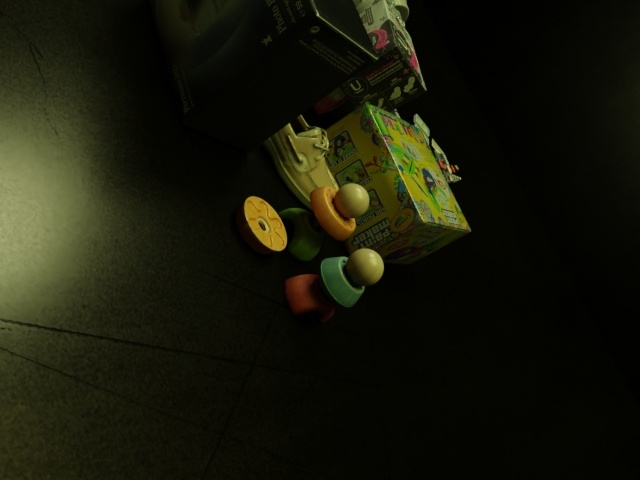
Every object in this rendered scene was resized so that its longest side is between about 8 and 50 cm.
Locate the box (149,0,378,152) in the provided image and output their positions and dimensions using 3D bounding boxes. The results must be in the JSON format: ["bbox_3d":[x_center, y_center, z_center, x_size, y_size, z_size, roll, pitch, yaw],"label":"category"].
[{"bbox_3d":[-0.108,-0.359,1.139,0.183,0.294,0.296,15,49,-52],"label":"box"}]

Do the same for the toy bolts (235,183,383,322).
[{"bbox_3d":[0.000,0.000,1.098,0.218,0.159,0.228,19,46,-53],"label":"toy bolts"}]

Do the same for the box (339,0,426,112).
[{"bbox_3d":[0.128,-0.418,1.565,0.142,0.163,0.247,45,27,-36],"label":"box"}]

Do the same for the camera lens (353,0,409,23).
[{"bbox_3d":[0.126,-0.772,2.092,0.219,0.219,0.274,-2,63,-61],"label":"camera lens"}]

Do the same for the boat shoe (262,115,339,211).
[{"bbox_3d":[-0.036,-0.176,1.295,0.302,0.098,0.109,54,26,-9],"label":"boat shoe"}]

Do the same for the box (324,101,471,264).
[{"bbox_3d":[0.150,-0.109,1.465,0.290,0.177,0.279,7,56,-59],"label":"box"}]

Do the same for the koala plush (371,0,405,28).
[{"bbox_3d":[0.132,-0.575,1.888,0.203,0.221,0.196,39,33,-35],"label":"koala plush"}]

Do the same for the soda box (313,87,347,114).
[{"bbox_3d":[-0.026,-0.433,1.600,0.263,0.092,0.083,58,25,-2],"label":"soda box"}]

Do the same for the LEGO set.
[{"bbox_3d":[0.395,-0.297,2.249,0.244,0.060,0.182,47,32,-24],"label":"LEGO set"}]

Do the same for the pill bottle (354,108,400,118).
[{"bbox_3d":[0.159,-0.284,1.746,0.112,0.112,0.186,10,53,-58],"label":"pill bottle"}]
